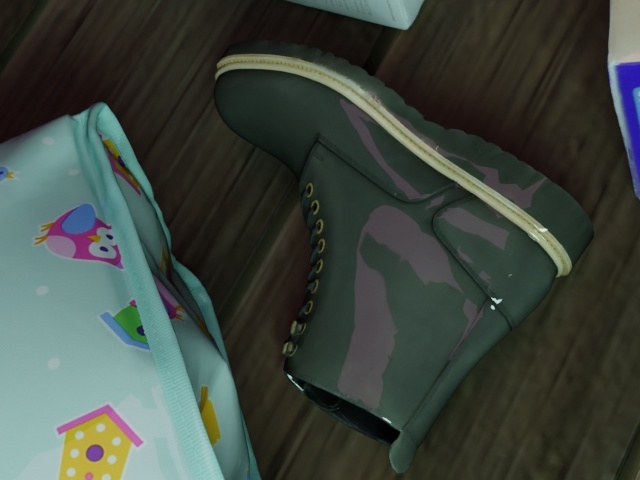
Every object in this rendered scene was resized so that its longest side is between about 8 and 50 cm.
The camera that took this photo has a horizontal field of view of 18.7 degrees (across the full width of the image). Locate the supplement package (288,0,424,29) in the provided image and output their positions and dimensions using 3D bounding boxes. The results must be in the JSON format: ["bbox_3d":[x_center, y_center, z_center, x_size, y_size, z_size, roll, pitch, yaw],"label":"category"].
[{"bbox_3d":[-0.020,-0.193,0.974,0.179,0.105,0.105,18,63,27],"label":"supplement package"}]

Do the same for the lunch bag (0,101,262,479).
[{"bbox_3d":[-0.135,0.103,0.764,0.223,0.160,0.262,-23,46,0],"label":"lunch bag"}]

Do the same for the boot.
[{"bbox_3d":[0.000,0.000,0.852,0.198,0.077,0.137,28,72,33],"label":"boot"}]

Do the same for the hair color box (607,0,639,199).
[{"bbox_3d":[0.297,-0.128,0.826,0.339,0.110,0.185,-5,55,17],"label":"hair color box"}]
